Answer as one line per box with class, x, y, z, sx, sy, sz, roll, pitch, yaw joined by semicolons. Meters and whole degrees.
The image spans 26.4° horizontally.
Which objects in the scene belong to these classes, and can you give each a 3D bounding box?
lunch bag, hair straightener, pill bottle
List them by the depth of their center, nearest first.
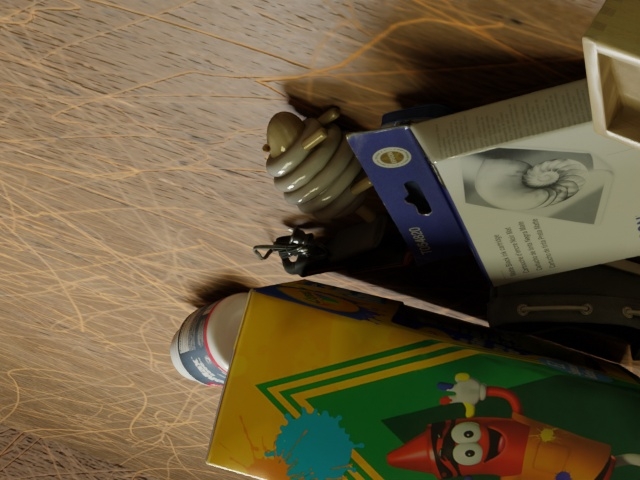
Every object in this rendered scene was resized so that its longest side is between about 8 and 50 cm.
lunch bag;0.088;-0.072;1.112;0.067;0.065;0.098;-6;154;32
hair straightener;0.000;0.000;1.416;0.089;0.047;0.230;32;160;-28
pill bottle;-0.124;0.132;1.750;0.108;0.108;0.180;27;158;-19

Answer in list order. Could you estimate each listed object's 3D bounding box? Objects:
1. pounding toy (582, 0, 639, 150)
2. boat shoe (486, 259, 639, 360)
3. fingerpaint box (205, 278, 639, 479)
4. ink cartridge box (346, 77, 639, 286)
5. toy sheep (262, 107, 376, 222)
pounding toy;0.246;-0.119;0.845;0.130;0.100;0.141;26;161;26
boat shoe;0.306;0.083;1.256;0.319;0.099;0.116;18;160;5
fingerpaint box;0.118;0.156;1.312;0.371;0.163;0.445;15;-179;6
ink cartridge box;0.157;-0.035;1.059;0.224;0.045;0.223;-12;150;15
toy sheep;0.003;-0.062;1.189;0.132;0.091;0.091;46;151;-15
